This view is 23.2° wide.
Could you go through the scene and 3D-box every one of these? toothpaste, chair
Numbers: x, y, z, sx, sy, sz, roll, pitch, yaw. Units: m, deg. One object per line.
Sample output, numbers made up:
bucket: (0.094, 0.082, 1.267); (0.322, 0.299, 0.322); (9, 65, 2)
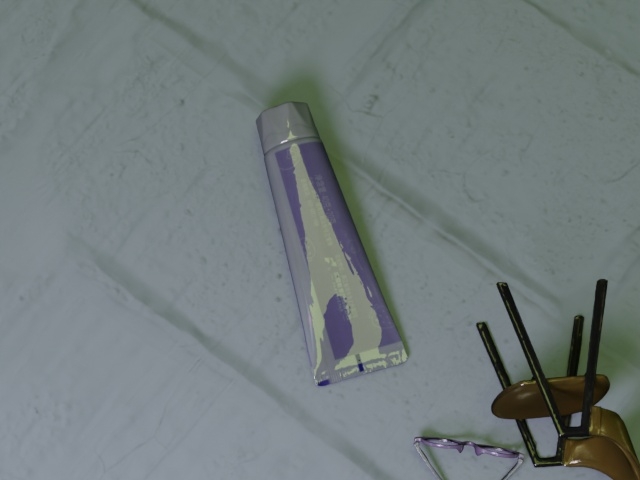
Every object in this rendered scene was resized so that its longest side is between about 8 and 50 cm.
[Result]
toothpaste: (0.000, 0.000, 2.037); (0.125, 0.080, 0.371); (-16, 75, -8)
chair: (0.298, 0.188, 1.926); (0.172, 0.159, 0.247); (-1, 68, -4)

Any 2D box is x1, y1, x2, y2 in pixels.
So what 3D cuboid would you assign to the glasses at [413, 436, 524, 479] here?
glasses: (0.181, 0.304, 1.948); (0.140, 0.062, 0.104); (7, 91, 1)
